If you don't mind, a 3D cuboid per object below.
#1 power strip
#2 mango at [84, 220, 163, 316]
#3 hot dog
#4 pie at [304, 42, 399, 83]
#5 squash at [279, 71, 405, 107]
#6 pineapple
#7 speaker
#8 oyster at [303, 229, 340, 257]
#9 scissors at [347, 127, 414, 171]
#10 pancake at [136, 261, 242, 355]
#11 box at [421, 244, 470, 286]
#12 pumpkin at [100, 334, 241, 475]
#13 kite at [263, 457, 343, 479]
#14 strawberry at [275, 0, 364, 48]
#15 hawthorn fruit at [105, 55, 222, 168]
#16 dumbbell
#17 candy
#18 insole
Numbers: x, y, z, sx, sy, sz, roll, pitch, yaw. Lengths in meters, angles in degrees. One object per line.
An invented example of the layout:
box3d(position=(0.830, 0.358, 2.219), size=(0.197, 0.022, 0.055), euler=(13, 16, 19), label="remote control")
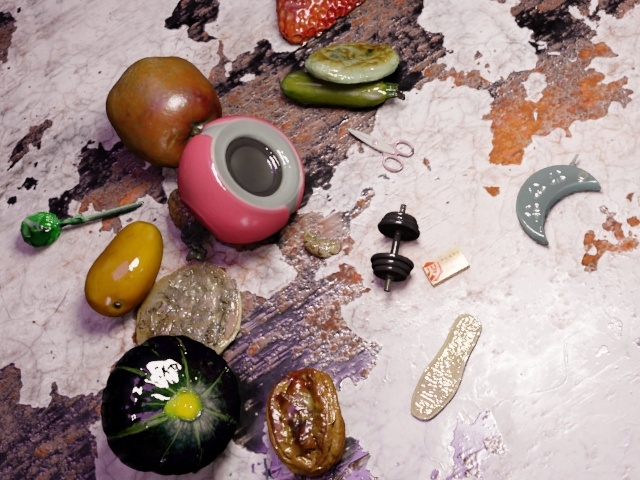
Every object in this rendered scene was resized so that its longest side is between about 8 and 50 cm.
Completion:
box3d(position=(0.510, -0.100, 1.815), size=(0.137, 0.044, 0.216), euler=(39, 82, 29), label="power strip")
box3d(position=(-0.456, 0.063, 1.977), size=(0.175, 0.139, 0.254), euler=(6, 62, 44), label="mango")
box3d(position=(-0.029, 0.368, 1.732), size=(0.160, 0.099, 0.227), euler=(-22, 56, 5), label="hot dog")
box3d(position=(0.078, -0.436, 2.033), size=(0.240, 0.054, 0.240), euler=(-3, 29, 1), label="pie")
box3d(position=(0.054, -0.370, 2.055), size=(0.331, 0.087, 0.087), euler=(7, 68, 23), label="squash")
box3d(position=(-0.306, -0.039, 2.004), size=(0.108, 0.108, 0.198), euler=(-20, 61, 7), label="pineapple")
box3d(position=(-0.179, -0.144, 1.917), size=(0.294, 0.294, 0.294), euler=(-7, 64, 14), label="speaker")
box3d(position=(0.000, 0.000, 1.929), size=(0.083, 0.038, 0.081), euler=(-14, 61, 12), label="oyster")
box3d(position=(0.138, -0.230, 2.002), size=(0.176, 0.022, 0.085), euler=(32, 82, 24), label="scissors")
box3d(position=(-0.309, 0.180, 1.935), size=(0.282, 0.049, 0.282), euler=(-7, 63, 14), label="pancake")
box3d(position=(0.274, 0.055, 1.832), size=(0.093, 0.015, 0.058), euler=(-29, 59, 2), label="box")
box3d(position=(-0.322, 0.346, 1.761), size=(0.295, 0.296, 0.296), euler=(-7, 64, 14), label="pumpkin")
box3d(position=(-0.038, 0.511, 1.719), size=(0.182, 0.010, 0.160), euler=(-11, 61, 10), label="kite")
box3d(position=(-0.038, -0.683, 2.197), size=(0.280, 0.150, 0.253), euler=(-40, 60, -5), label="strawberry")
box3d(position=(-0.371, -0.303, 2.068), size=(0.268, 0.268, 0.301), euler=(-44, 63, -5), label="hawthorn fruit")
box3d(position=(0.165, 0.015, 1.836), size=(0.099, 0.099, 0.209), euler=(5, 68, 19), label="dumbbell")
box3d(position=(-0.606, -0.056, 2.133), size=(0.323, 0.097, 0.097), euler=(-14, 62, 1), label="candy")
box3d(position=(0.264, 0.263, 1.741), size=(0.081, 0.011, 0.248), euler=(23, 74, 26), label="insole")
